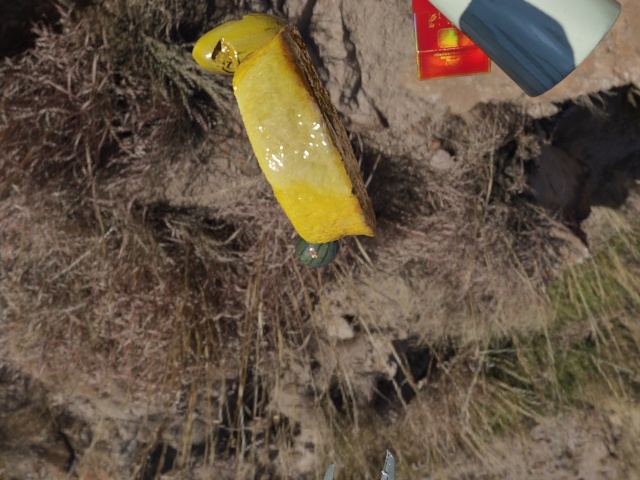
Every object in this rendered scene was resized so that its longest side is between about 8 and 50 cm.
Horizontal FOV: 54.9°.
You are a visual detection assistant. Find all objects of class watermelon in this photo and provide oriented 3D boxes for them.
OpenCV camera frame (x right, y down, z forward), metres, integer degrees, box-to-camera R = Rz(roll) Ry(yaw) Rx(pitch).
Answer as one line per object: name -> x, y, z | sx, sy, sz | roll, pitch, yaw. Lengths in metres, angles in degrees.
watermelon -> 0.000, 0.000, 1.400 | 0.105, 0.105, 0.133 | 21, 127, -19

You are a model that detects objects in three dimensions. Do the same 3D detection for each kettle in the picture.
kettle -> 0.423, -0.556, 1.327 | 0.377, 0.361, 0.250 | 37, 151, -8

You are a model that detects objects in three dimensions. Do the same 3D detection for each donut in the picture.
donut -> -0.023, -0.130, 0.828 | 0.110, 0.303, 0.303 | -22, 130, 8

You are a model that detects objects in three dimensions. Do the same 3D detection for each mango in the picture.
mango -> -0.190, -0.493, 1.556 | 0.262, 0.167, 0.130 | -26, 141, -26

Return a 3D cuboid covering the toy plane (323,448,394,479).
toy plane -> 0.068, 0.438, 0.941 | 0.226, 0.226, 0.058 | -52, 136, -10

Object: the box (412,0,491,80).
box -> 0.338, -0.574, 1.590 | 0.197, 0.089, 0.313 | -4, 137, 10
